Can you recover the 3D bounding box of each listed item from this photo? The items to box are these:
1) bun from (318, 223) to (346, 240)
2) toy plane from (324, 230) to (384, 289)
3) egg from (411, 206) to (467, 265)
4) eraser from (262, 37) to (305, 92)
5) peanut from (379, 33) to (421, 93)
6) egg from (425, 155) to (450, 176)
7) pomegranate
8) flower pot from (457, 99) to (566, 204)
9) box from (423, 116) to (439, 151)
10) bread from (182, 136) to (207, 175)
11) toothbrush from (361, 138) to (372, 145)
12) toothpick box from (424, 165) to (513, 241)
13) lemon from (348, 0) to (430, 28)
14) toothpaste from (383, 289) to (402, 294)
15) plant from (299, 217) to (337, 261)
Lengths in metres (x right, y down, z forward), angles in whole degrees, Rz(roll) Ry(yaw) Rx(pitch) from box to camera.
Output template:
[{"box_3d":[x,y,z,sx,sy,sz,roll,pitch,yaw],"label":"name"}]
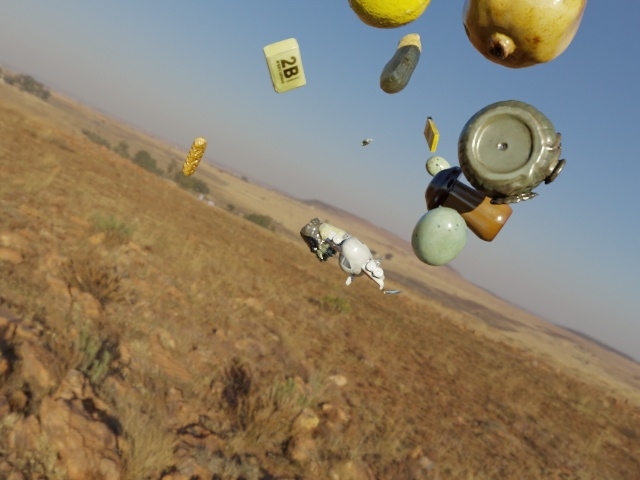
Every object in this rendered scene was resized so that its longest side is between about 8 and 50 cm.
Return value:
[{"box_3d":[0.043,-0.022,2.261,0.115,0.069,0.115,21,8,-3],"label":"bun"},{"box_3d":[0.112,0.067,1.868,0.252,0.118,0.252,42,-11,10],"label":"toy plane"},{"box_3d":[0.382,-0.012,1.845,0.169,0.169,0.236,25,-30,2],"label":"egg"},{"box_3d":[-0.119,-0.589,1.940,0.172,0.117,0.058,76,-7,-56],"label":"eraser"},{"box_3d":[0.375,-0.819,2.648,0.147,0.305,0.147,29,3,-2],"label":"peanut"},{"box_3d":[0.477,-0.295,2.315,0.110,0.085,0.085,28,3,6],"label":"egg"},{"box_3d":[0.675,-0.774,1.927,0.417,0.416,0.416,25,3,-1],"label":"pomegranate"},{"box_3d":[0.549,-0.245,1.654,0.302,0.301,0.213,26,6,20],"label":"flower pot"},{"box_3d":[0.474,-0.456,2.451,0.023,0.086,0.155,3,41,-8],"label":"box"},{"box_3d":[-0.415,-0.276,1.887,0.044,0.157,0.052,32,35,-4],"label":"bread"},{"box_3d":[0.179,-0.383,2.232,0.030,0.030,0.304,25,8,-4],"label":"toothbrush"},{"box_3d":[0.510,-0.128,2.007,0.294,0.192,0.192,36,5,12],"label":"toothpick box"},{"box_3d":[0.199,-0.743,1.686,0.236,0.235,0.263,23,-13,-31],"label":"lemon"},{"box_3d":[0.300,0.213,2.362,0.083,0.019,0.027,-6,-9,30],"label":"toothpaste"},{"box_3d":[0.000,0.000,2.622,0.194,0.129,0.132,53,-7,6],"label":"plant"}]
